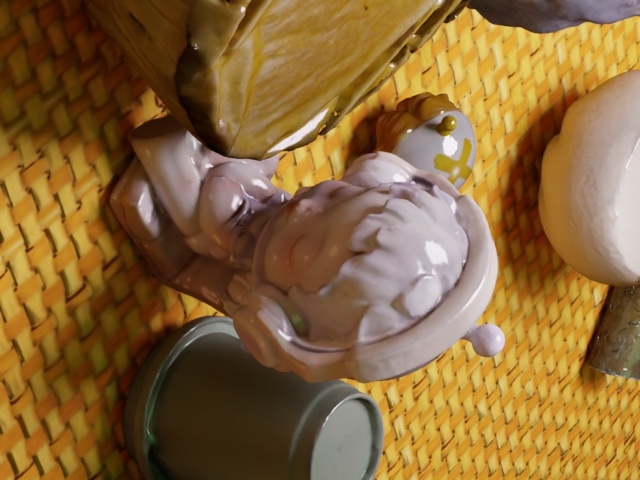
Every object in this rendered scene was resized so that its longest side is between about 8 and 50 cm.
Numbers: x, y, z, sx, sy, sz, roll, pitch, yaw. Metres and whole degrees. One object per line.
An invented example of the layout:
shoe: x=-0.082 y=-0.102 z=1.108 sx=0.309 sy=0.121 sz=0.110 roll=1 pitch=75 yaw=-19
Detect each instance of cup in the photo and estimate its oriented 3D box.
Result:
cup: x=-0.040 y=0.117 z=1.219 sx=0.120 sy=0.141 sz=0.120 roll=-22 pitch=120 yaw=-46

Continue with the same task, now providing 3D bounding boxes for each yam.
yam: x=0.272 y=0.054 z=1.680 sx=0.054 sy=0.054 sz=0.132 roll=24 pitch=87 yaw=-54

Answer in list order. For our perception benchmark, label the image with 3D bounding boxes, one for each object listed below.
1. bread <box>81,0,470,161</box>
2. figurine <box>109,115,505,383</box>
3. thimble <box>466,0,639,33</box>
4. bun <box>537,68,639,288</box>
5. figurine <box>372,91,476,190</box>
bread: x=-0.007 y=-0.175 z=1.071 sx=0.253 sy=0.142 sz=0.227 roll=-44 pitch=150 yaw=-1
figurine: x=0.001 y=0.003 z=1.151 sx=0.162 sy=0.237 sz=0.141 roll=-46 pitch=145 yaw=-27
thimble: x=0.155 y=-0.238 z=1.243 sx=0.205 sy=0.236 sz=0.172 roll=-18 pitch=120 yaw=-16
bun: x=0.234 y=-0.051 z=1.525 sx=0.173 sy=0.120 sz=0.173 roll=-18 pitch=116 yaw=-40
figurine: x=0.066 y=-0.035 z=1.362 sx=0.101 sy=0.068 sz=0.143 roll=-5 pitch=126 yaw=-45
